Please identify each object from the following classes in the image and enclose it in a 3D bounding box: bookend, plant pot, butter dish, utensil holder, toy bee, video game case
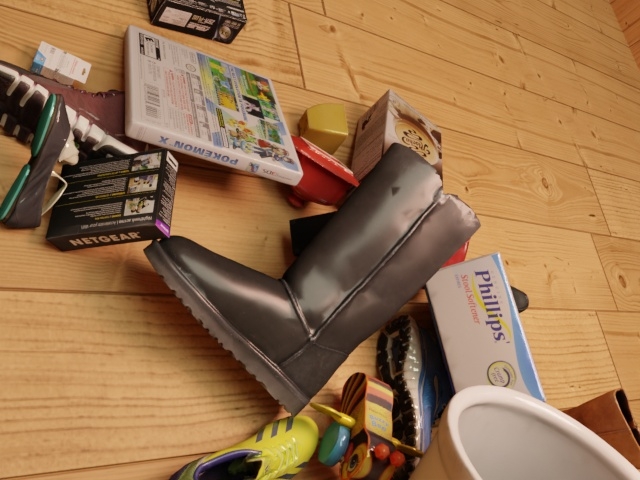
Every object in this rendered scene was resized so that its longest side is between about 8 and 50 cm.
[{"bbox_3d":[0.036,0.008,1.203,0.157,0.156,0.072,63,18,-66],"label":"bookend"},{"bbox_3d":[0.001,-0.240,1.321,0.083,0.081,0.081,5,64,-25],"label":"plant pot"},{"bbox_3d":[-0.020,-0.119,1.219,0.159,0.118,0.160,29,11,-22],"label":"butter dish"},{"bbox_3d":[0.233,0.452,0.850,0.327,0.386,0.328,21,22,-9],"label":"utensil holder"},{"bbox_3d":[0.081,0.321,0.952,0.195,0.162,0.298,13,49,-27],"label":"toy bee"},{"bbox_3d":[-0.197,-0.244,1.111,0.299,0.036,0.329,14,37,-29],"label":"video game case"}]

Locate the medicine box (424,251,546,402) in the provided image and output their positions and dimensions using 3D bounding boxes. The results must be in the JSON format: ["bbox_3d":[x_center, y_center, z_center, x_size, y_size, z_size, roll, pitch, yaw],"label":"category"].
[{"bbox_3d":[0.309,0.194,1.184,0.289,0.149,0.264,43,33,-67],"label":"medicine box"}]

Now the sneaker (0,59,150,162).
[{"bbox_3d":[-0.394,-0.213,0.996,0.281,0.106,0.163,35,39,-25],"label":"sneaker"}]

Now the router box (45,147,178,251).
[{"bbox_3d":[-0.306,-0.060,0.924,0.046,0.178,0.133,62,25,-58],"label":"router box"}]

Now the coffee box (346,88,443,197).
[{"bbox_3d":[0.167,-0.171,1.347,0.168,0.119,0.297,33,38,-20],"label":"coffee box"}]

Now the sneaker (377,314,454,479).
[{"bbox_3d":[0.186,0.302,1.138,0.147,0.129,0.330,25,53,-22],"label":"sneaker"}]

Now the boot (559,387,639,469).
[{"bbox_3d":[0.517,0.447,1.212,0.096,0.280,0.264,11,60,-33],"label":"boot"}]

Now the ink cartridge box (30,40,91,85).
[{"bbox_3d":[-0.432,-0.289,1.039,0.083,0.028,0.048,22,55,-27],"label":"ink cartridge box"}]

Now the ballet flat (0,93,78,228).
[{"bbox_3d":[-0.393,-0.108,0.898,0.074,0.074,0.203,23,92,-27],"label":"ballet flat"}]

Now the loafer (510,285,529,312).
[{"bbox_3d":[0.413,0.130,1.440,0.223,0.078,0.076,11,61,-34],"label":"loafer"}]

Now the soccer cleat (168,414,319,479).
[{"bbox_3d":[-0.090,0.327,0.907,0.289,0.121,0.094,-11,73,-46],"label":"soccer cleat"}]

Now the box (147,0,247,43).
[{"bbox_3d":[-0.253,-0.495,1.257,0.180,0.077,0.148,1,66,-38],"label":"box"}]

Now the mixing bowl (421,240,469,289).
[{"bbox_3d":[0.224,0.042,1.299,0.181,0.181,0.098,-22,111,-43],"label":"mixing bowl"}]

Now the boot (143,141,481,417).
[{"bbox_3d":[0.001,0.001,1.002,0.445,0.146,0.367,-44,110,-9],"label":"boot"}]
